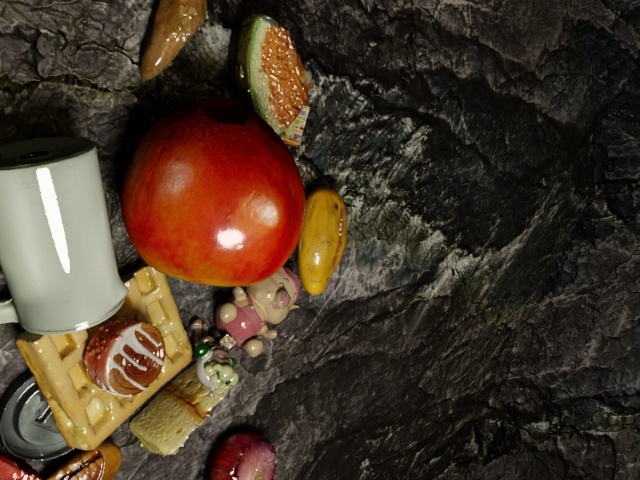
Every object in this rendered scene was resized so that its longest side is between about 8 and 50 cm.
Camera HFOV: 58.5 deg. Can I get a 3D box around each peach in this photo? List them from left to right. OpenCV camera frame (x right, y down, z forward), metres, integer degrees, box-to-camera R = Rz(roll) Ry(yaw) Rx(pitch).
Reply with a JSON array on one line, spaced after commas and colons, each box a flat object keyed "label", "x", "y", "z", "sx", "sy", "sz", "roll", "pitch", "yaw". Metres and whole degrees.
[{"label": "peach", "x": -0.211, "y": -0.097, "z": 1.175, "sx": 0.388, "sy": 0.388, "sz": 0.389, "roll": -18, "pitch": 117, "yaw": -41}]

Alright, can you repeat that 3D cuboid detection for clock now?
[{"label": "clock", "x": -0.563, "y": 0.355, "z": 1.204, "sx": 0.214, "sy": 0.042, "sz": 0.215, "roll": -18, "pitch": 117, "yaw": -41}]

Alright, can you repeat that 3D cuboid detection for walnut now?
[{"label": "walnut", "x": -0.530, "y": 0.520, "z": 1.250, "sx": 0.207, "sy": 0.115, "sz": 0.116, "roll": -34, "pitch": 126, "yaw": -32}]

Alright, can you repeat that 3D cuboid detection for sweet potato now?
[{"label": "sweet potato", "x": -0.284, "y": -0.484, "z": 1.152, "sx": 0.114, "sy": 0.092, "sz": 0.342, "roll": 9, "pitch": 99, "yaw": -22}]

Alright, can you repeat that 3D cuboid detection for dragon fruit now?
[{"label": "dragon fruit", "x": -0.625, "y": 0.481, "z": 1.111, "sx": 0.120, "sy": 0.161, "sz": 0.127, "roll": 43, "pitch": 62, "yaw": -47}]

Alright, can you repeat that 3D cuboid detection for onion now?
[{"label": "onion", "x": -0.220, "y": 0.642, "z": 1.578, "sx": 0.248, "sy": 0.161, "sz": 0.248, "roll": -33, "pitch": 135, "yaw": -40}]

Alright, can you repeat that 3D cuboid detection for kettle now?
[{"label": "kettle", "x": -0.504, "y": -0.003, "z": 1.020, "sx": 0.265, "sy": 0.205, "sz": 0.318, "roll": -27, "pitch": 125, "yaw": -40}]

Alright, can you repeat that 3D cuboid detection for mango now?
[{"label": "mango", "x": 0.006, "y": -0.001, "z": 1.554, "sx": 0.177, "sy": 0.120, "sz": 0.295, "roll": 28, "pitch": 62, "yaw": -69}]

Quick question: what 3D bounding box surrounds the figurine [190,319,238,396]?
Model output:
[{"label": "figurine", "x": -0.255, "y": 0.272, "z": 1.365, "sx": 0.093, "sy": 0.197, "sz": 0.147, "roll": -30, "pitch": 144, "yaw": 13}]

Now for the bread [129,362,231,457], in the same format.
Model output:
[{"label": "bread", "x": -0.313, "y": 0.434, "z": 1.392, "sx": 0.240, "sy": 0.178, "sz": 0.135, "roll": -43, "pitch": 130, "yaw": -29}]

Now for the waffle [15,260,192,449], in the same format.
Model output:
[{"label": "waffle", "x": -0.433, "y": 0.236, "z": 1.230, "sx": 0.348, "sy": 0.077, "sz": 0.304, "roll": -42, "pitch": 129, "yaw": -43}]

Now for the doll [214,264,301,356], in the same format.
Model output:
[{"label": "doll", "x": -0.152, "y": 0.159, "z": 1.477, "sx": 0.256, "sy": 0.152, "sz": 0.196, "roll": -44, "pitch": 145, "yaw": -31}]

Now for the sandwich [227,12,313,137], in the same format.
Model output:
[{"label": "sandwich", "x": -0.120, "y": -0.386, "z": 1.333, "sx": 0.212, "sy": 0.109, "sz": 0.292, "roll": -40, "pitch": 129, "yaw": -26}]

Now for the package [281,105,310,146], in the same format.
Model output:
[{"label": "package", "x": -0.078, "y": -0.306, "z": 1.469, "sx": 0.108, "sy": 0.031, "sz": 0.121, "roll": 7, "pitch": 101, "yaw": -47}]

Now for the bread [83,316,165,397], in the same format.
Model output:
[{"label": "bread", "x": -0.393, "y": 0.235, "z": 1.157, "sx": 0.160, "sy": 0.073, "sz": 0.161, "roll": -19, "pitch": 113, "yaw": -52}]
